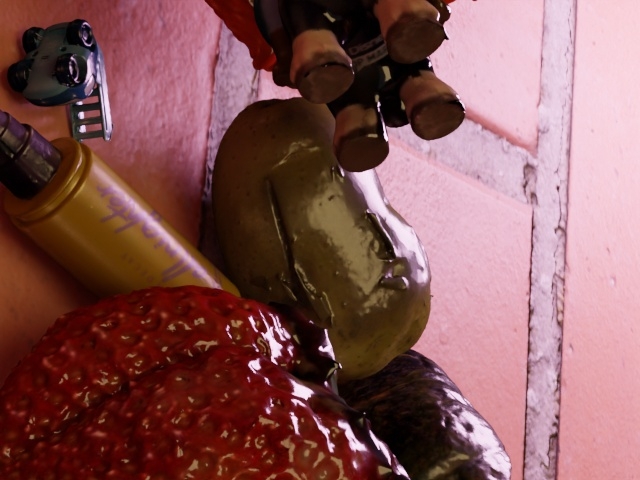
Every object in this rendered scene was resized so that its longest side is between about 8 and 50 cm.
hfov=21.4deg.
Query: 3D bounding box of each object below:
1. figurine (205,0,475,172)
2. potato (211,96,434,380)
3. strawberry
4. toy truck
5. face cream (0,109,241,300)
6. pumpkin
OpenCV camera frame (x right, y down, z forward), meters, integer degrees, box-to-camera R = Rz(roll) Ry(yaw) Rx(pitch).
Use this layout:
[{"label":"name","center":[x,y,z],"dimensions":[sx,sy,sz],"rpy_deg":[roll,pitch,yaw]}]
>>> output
[{"label":"figurine","center":[-0.002,-0.240,1.283],"dimensions":[0.306,0.241,0.412],"rpy_deg":[48,18,-23]},{"label":"potato","center":[0.000,0.000,1.385],"dimensions":[0.248,0.143,0.169],"rpy_deg":[66,29,-15]},{"label":"strawberry","center":[-0.102,0.172,1.169],"dimensions":[0.288,0.250,0.238],"rpy_deg":[-19,133,-31]},{"label":"toy truck","center":[-0.184,-0.115,1.258],"dimensions":[0.090,0.056,0.073],"rpy_deg":[58,35,-43]},{"label":"face cream","center":[-0.167,-0.014,1.231],"dimensions":[0.273,0.078,0.078],"rpy_deg":[46,49,-35]},{"label":"pumpkin","center":[0.088,0.164,1.443],"dimensions":[0.278,0.163,0.111],"rpy_deg":[-49,120,-46]}]
